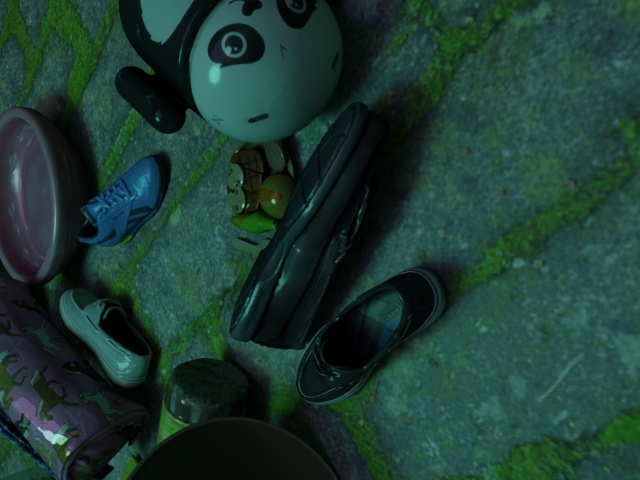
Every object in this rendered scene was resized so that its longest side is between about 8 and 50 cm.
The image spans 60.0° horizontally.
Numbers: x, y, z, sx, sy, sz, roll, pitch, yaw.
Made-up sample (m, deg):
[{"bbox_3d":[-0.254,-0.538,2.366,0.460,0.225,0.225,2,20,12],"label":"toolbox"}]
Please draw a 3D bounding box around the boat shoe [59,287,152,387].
[{"bbox_3d":[-0.352,0.140,0.924,0.227,0.079,0.081,41,111,26],"label":"boat shoe"}]

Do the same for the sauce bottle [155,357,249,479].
[{"bbox_3d":[-0.178,0.334,0.759,0.111,0.111,0.344,26,111,37],"label":"sauce bottle"}]

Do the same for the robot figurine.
[{"bbox_3d":[-0.101,-0.224,0.583,0.278,0.173,0.209,46,125,29],"label":"robot figurine"}]

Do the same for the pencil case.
[{"bbox_3d":[-0.461,0.219,0.919,0.386,0.160,0.167,37,145,19],"label":"pencil case"}]

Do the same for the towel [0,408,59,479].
[{"bbox_3d":[-0.579,0.301,1.026,0.243,0.040,0.336,17,143,52],"label":"towel"}]

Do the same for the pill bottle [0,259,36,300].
[{"bbox_3d":[-0.746,0.079,1.195,0.318,0.176,0.176,50,124,26],"label":"pill bottle"}]

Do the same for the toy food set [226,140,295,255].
[{"bbox_3d":[-0.078,-0.071,0.670,0.132,0.038,0.192,12,102,41],"label":"toy food set"}]

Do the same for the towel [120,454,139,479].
[{"bbox_3d":[-0.267,0.478,0.918,0.237,0.021,0.102,43,118,30],"label":"towel"}]

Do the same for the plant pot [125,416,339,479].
[{"bbox_3d":[-0.120,0.365,0.608,0.191,0.284,0.284,-48,64,42],"label":"plant pot"}]

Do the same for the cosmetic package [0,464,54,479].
[{"bbox_3d":[-0.591,0.637,1.133,0.309,0.160,0.113,45,121,28],"label":"cosmetic package"}]

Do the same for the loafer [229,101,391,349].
[{"bbox_3d":[0.000,0.000,0.590,0.302,0.095,0.109,-59,16,27],"label":"loafer"}]

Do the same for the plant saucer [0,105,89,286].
[{"bbox_3d":[-0.534,-0.081,1.049,0.332,0.084,0.332,5,97,41],"label":"plant saucer"}]

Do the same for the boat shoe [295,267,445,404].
[{"bbox_3d":[0.031,0.109,0.569,0.228,0.076,0.080,-43,67,36],"label":"boat shoe"}]

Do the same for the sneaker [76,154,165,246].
[{"bbox_3d":[-0.312,-0.055,0.855,0.209,0.082,0.069,-41,66,35],"label":"sneaker"}]
